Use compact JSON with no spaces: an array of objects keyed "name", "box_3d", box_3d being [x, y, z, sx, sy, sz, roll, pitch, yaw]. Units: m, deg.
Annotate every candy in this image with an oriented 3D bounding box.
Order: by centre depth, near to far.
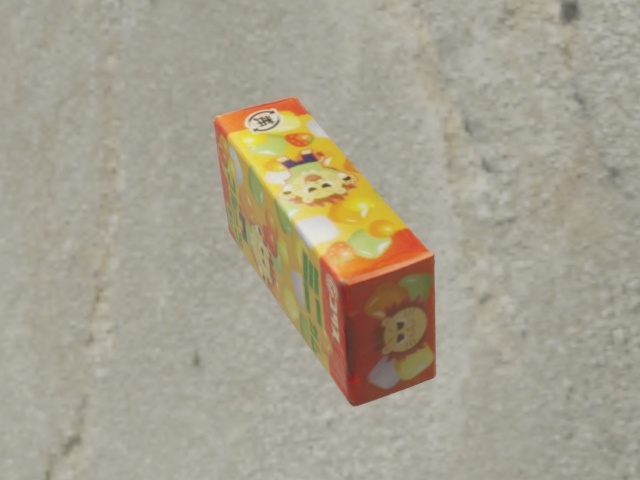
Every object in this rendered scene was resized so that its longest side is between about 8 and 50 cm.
[{"name":"candy","box_3d":[0.000,0.000,0.526,0.122,0.038,0.062,-128,26,-47]}]
